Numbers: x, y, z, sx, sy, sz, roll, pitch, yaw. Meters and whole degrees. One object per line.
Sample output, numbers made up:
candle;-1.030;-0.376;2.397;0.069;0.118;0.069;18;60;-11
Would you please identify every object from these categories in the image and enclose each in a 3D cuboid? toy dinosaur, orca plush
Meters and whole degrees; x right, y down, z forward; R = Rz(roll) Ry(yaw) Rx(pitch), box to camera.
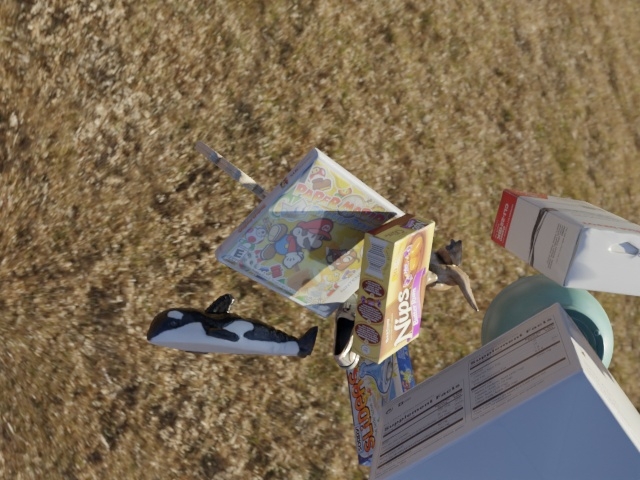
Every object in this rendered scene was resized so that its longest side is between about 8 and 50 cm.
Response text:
toy dinosaur;0.198;0.053;1.446;0.127;0.295;0.200;-61;154;-11
orca plush;-0.146;0.136;1.263;0.287;0.151;0.102;3;71;-7

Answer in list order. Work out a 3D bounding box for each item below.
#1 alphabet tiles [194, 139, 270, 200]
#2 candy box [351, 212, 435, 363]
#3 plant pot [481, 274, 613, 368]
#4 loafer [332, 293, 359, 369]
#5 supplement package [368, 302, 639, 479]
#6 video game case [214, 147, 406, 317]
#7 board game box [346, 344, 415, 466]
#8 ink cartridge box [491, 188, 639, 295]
alphabet tiles;-0.111;-0.088;1.356;0.021;0.278;0.284;-53;144;0
candy box;0.101;0.066;1.031;0.109;0.053;0.187;-23;125;-48
plant pot;0.517;0.227;1.640;0.292;0.196;0.293;0;91;5
loafer;0.041;0.130;1.110;0.039;0.045;0.125;47;40;-45
supplement package;0.203;0.230;0.648;0.204;0.145;0.262;-35;98;17
video game case;0.000;0.000;1.048;0.206;0.026;0.227;-45;129;17
board game box;0.105;0.264;1.259;0.035;0.136;0.201;19;46;-31
ink cartridge box;0.477;0.000;1.380;0.196;0.273;0.114;7;105;-17
